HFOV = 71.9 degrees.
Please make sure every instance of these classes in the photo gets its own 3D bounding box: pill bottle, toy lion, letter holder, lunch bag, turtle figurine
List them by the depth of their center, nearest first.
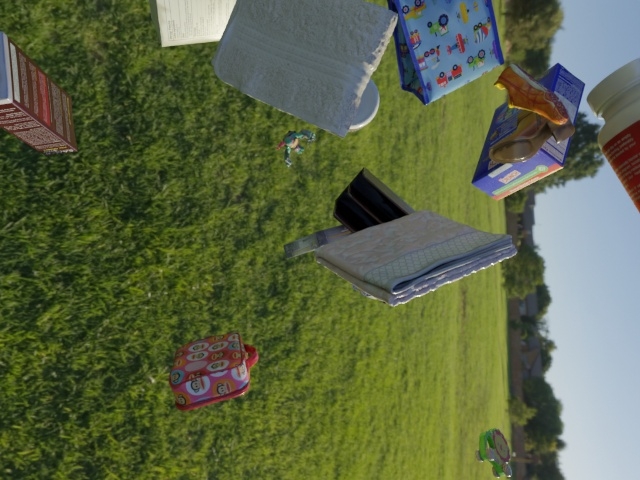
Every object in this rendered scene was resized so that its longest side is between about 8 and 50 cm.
[{"bbox_3d":[0.371,0.442,0.939,0.100,0.034,0.096,45,38,-17],"label":"toy lion"},{"bbox_3d":[0.772,-0.193,0.963,0.229,0.228,0.408,18,48,-66],"label":"pill bottle"},{"bbox_3d":[0.280,-0.509,1.021,0.293,0.220,0.138,63,-2,-41],"label":"lunch bag"},{"bbox_3d":[-0.319,0.385,1.366,0.293,0.258,0.120,-138,-146,-76],"label":"lunch bag"},{"bbox_3d":[0.200,-0.059,1.380,0.301,0.152,0.214,39,18,-8],"label":"letter holder"},{"bbox_3d":[0.159,0.163,1.475,0.053,0.083,0.071,-57,147,5],"label":"lunch bag"},{"bbox_3d":[0.120,-0.553,1.808,0.363,0.210,0.211,-84,165,-79],"label":"pill bottle"},{"bbox_3d":[-0.104,-0.416,1.883,0.118,0.175,0.234,49,19,-8],"label":"turtle figurine"}]

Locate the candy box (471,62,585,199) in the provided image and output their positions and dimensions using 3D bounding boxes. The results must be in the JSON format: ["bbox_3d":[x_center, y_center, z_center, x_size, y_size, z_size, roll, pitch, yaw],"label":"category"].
[{"bbox_3d":[0.614,-0.315,1.320,0.317,0.122,0.268,-64,-170,-21],"label":"candy box"}]

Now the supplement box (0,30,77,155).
[{"bbox_3d":[-0.565,-0.268,0.849,0.239,0.073,0.131,104,-24,-80],"label":"supplement box"}]

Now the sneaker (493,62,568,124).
[{"bbox_3d":[0.411,-0.274,0.861,0.064,0.067,0.175,7,42,-37],"label":"sneaker"}]

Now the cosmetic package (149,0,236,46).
[{"bbox_3d":[-0.230,-0.561,1.016,0.160,0.309,0.113,112,-42,-57],"label":"cosmetic package"}]

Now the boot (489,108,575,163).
[{"bbox_3d":[0.504,-0.274,1.091,0.152,0.197,0.073,-86,152,-47],"label":"boot"}]

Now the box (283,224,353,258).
[{"bbox_3d":[0.000,0.000,1.596,0.183,0.231,0.056,-17,88,-36],"label":"box"}]

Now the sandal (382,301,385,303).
[{"bbox_3d":[0.232,0.141,1.424,0.179,0.040,0.067,89,25,-45],"label":"sandal"}]

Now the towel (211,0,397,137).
[{"bbox_3d":[-0.040,-0.292,0.667,0.049,0.282,0.187,-1,118,-62],"label":"towel"}]

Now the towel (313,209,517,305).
[{"bbox_3d":[0.195,0.018,0.977,0.331,0.317,0.054,-18,111,-22],"label":"towel"}]
